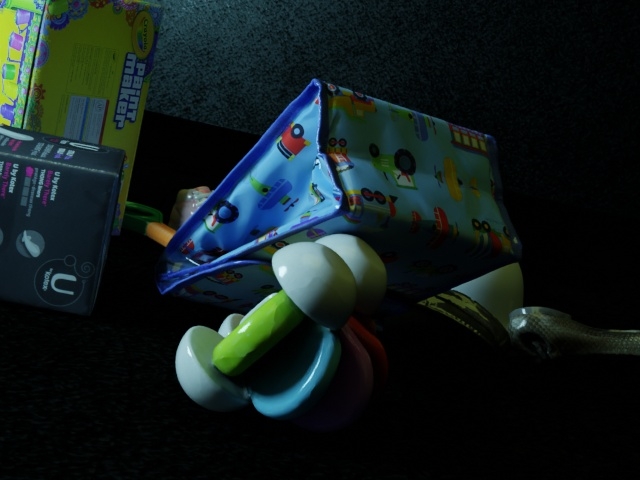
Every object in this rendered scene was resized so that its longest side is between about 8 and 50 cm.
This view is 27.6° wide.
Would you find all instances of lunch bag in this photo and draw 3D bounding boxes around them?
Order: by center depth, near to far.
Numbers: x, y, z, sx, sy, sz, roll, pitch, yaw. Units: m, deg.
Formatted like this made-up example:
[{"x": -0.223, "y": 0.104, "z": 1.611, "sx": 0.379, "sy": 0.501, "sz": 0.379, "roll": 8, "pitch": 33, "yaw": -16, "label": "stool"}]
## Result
[{"x": 0.000, "y": 0.000, "z": 1.221, "sx": 0.221, "sy": 0.138, "sz": 0.293, "roll": 13, "pitch": -34, "yaw": -37, "label": "lunch bag"}]

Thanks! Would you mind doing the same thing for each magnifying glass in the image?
[{"x": -0.221, "y": -0.018, "z": 1.662, "sx": 0.092, "sy": 0.026, "sz": 0.231, "roll": 6, "pitch": 9, "yaw": -34, "label": "magnifying glass"}]

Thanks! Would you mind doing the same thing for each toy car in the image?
[{"x": -0.011, "y": 0.087, "z": 1.027, "sx": 0.136, "sy": 0.159, "sz": 0.182, "roll": 52, "pitch": 18, "yaw": 9, "label": "toy car"}]

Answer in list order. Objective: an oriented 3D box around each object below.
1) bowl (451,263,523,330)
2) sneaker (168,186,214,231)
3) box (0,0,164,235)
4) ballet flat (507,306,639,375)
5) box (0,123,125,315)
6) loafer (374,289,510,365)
[{"x": 0.117, "y": 0.018, "z": 1.551, "sx": 0.297, "sy": 0.134, "sz": 0.298, "roll": 13, "pitch": 9, "yaw": -2, "label": "bowl"}, {"x": -0.148, "y": -0.031, "z": 1.680, "sx": 0.051, "sy": 0.070, "sz": 0.134, "roll": 7, "pitch": 12, "yaw": -41, "label": "sneaker"}, {"x": -0.371, "y": -0.182, "z": 1.607, "sx": 0.279, "sy": 0.290, "sz": 0.177, "roll": 21, "pitch": 13, "yaw": 40, "label": "box"}, {"x": 0.315, "y": 0.126, "z": 1.427, "sx": 0.249, "sy": 0.058, "sz": 0.084, "roll": 14, "pitch": -27, "yaw": -21, "label": "ballet flat"}, {"x": -0.333, "y": -0.035, "z": 1.239, "sx": 0.270, "sy": 0.143, "sz": 0.165, "roll": 11, "pitch": 11, "yaw": -8, "label": "box"}, {"x": 0.090, "y": 0.081, "z": 1.366, "sx": 0.223, "sy": 0.076, "sz": 0.078, "roll": 24, "pitch": 50, "yaw": 21, "label": "loafer"}]
